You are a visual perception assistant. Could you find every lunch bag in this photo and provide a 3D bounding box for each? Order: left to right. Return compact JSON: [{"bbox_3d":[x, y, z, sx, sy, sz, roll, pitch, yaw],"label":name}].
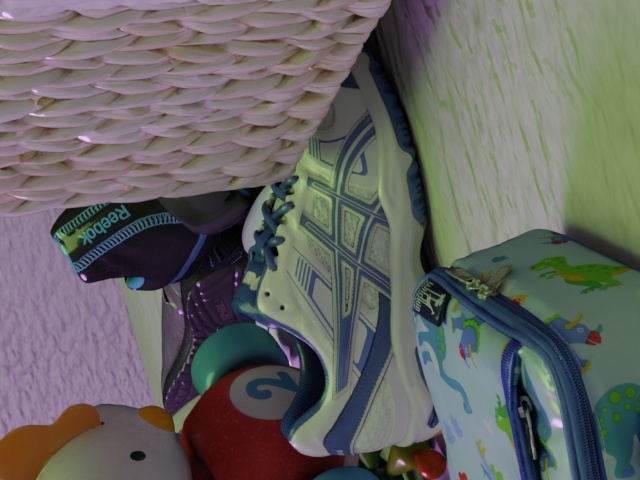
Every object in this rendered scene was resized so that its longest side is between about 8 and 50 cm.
[{"bbox_3d":[0.123,0.112,0.756,0.176,0.090,0.219,-142,36,-65],"label":"lunch bag"}]

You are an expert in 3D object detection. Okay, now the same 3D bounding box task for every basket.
[{"bbox_3d":[-0.165,-0.202,0.901,0.266,0.331,0.328,119,138,-55],"label":"basket"}]

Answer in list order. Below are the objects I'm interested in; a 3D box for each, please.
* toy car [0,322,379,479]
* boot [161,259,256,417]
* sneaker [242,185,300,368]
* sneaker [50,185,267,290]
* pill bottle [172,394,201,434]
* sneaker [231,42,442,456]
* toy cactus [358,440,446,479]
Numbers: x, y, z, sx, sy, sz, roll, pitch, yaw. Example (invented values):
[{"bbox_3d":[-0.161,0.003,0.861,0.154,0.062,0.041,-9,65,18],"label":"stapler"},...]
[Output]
[{"bbox_3d":[-0.110,0.160,1.113,0.238,0.210,0.219,26,-164,-40],"label":"toy car"},{"bbox_3d":[-0.136,0.035,1.781,0.338,0.118,0.223,109,147,-51],"label":"boot"},{"bbox_3d":[0.004,0.028,1.205,0.091,0.094,0.258,46,161,23],"label":"sneaker"},{"bbox_3d":[-0.107,-0.031,1.267,0.125,0.139,0.341,57,-171,10],"label":"sneaker"},{"bbox_3d":[-0.019,0.282,1.380,0.181,0.181,0.323,88,161,-49],"label":"pill bottle"},{"bbox_3d":[0.000,0.000,1.044,0.112,0.131,0.296,-179,74,-79],"label":"sneaker"},{"bbox_3d":[0.047,0.214,1.227,0.219,0.112,0.180,31,147,59],"label":"toy cactus"}]
